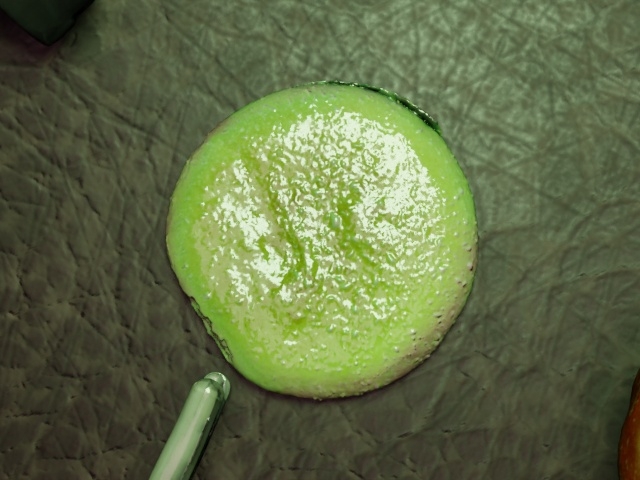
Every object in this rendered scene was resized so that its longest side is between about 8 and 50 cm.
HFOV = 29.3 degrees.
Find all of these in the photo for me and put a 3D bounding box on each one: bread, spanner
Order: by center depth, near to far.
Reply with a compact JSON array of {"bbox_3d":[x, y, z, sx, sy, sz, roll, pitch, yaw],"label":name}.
[{"bbox_3d":[-0.161,0.272,1.121,0.040,0.095,0.325,25,91,4],"label":"spanner"},{"bbox_3d":[0.006,-0.001,1.134,0.301,0.045,0.301,0,90,3],"label":"bread"}]

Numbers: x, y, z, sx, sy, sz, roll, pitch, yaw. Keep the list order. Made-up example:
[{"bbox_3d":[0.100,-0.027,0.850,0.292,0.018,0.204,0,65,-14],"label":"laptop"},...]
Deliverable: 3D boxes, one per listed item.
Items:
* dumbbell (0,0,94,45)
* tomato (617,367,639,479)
[{"bbox_3d":[-0.198,-0.326,1.076,0.388,0.185,0.185,-41,88,4],"label":"dumbbell"},{"bbox_3d":[0.375,0.191,0.994,0.239,0.303,0.303,-31,88,32],"label":"tomato"}]
